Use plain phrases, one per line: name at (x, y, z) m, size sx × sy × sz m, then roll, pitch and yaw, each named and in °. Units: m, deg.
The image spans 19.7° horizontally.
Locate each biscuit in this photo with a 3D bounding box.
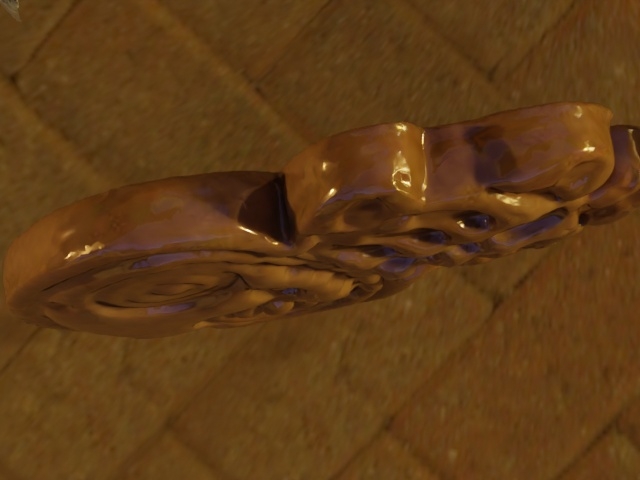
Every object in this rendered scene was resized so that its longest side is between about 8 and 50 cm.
biscuit at (0.000, 0.001, 0.776) m, size 0.289 × 0.202 × 0.044 m, roll -12°, pitch 77°, yaw 23°

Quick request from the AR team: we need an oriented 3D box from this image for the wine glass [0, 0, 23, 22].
wine glass at (-0.091, -0.120, 0.683) m, size 0.083 × 0.039 × 0.042 m, roll -39°, pitch 115°, yaw -15°
